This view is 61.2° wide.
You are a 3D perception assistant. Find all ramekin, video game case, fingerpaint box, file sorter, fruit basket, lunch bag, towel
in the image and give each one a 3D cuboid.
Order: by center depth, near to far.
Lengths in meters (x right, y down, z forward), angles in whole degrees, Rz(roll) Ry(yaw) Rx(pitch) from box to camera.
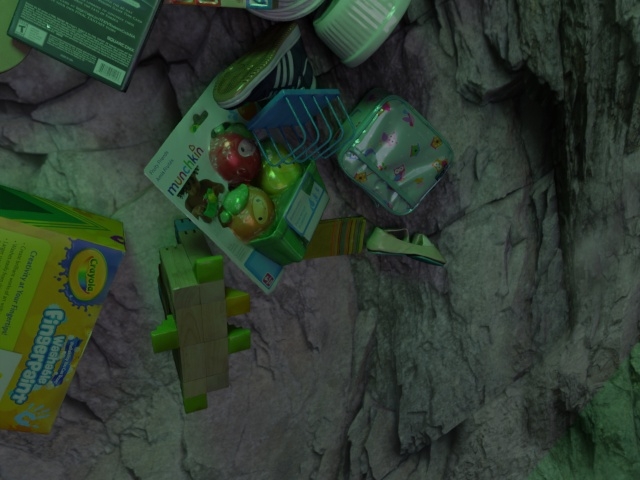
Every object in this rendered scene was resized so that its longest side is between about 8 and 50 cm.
[{"bbox_3d":[-0.346,-0.403,0.846,0.195,0.026,0.275,26,99,-7],"label":"video game case"},{"bbox_3d":[-0.634,0.126,1.038,0.370,0.163,0.445,19,106,-29],"label":"fingerpaint box"},{"bbox_3d":[-0.031,-0.216,1.048,0.118,0.105,0.170,-33,171,40],"label":"file sorter"},{"bbox_3d":[0.076,-0.454,1.051,0.109,0.207,0.207,30,100,-22],"label":"ramekin"},{"bbox_3d":[-0.134,-0.123,1.074,0.353,0.165,0.327,54,45,-34],"label":"fruit basket"},{"bbox_3d":[0.167,-0.194,1.268,0.279,0.108,0.224,35,97,-33],"label":"lunch bag"},{"bbox_3d":[0.000,0.000,1.341,0.237,0.021,0.102,-7,116,-21],"label":"towel"}]

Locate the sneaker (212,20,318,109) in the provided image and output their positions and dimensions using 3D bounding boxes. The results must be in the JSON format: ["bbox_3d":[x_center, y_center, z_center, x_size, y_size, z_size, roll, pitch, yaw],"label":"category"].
[{"bbox_3d":[-0.092,-0.295,1.046,0.282,0.099,0.153,-61,141,-38],"label":"sneaker"}]

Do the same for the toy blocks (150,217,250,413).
[{"bbox_3d":[-0.279,0.133,1.156,0.190,0.261,0.382,-10,125,-21],"label":"toy blocks"}]

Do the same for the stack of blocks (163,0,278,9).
[{"bbox_3d":[-0.218,-0.484,0.898,0.296,0.087,0.171,5,115,2],"label":"stack of blocks"}]

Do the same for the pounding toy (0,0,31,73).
[{"bbox_3d":[-0.557,-0.367,0.885,0.183,0.110,0.237,52,61,-26],"label":"pounding toy"}]

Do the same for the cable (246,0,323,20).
[{"bbox_3d":[-0.078,-0.546,1.002,0.257,0.089,0.257,30,101,-31],"label":"cable"}]

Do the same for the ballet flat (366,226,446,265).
[{"bbox_3d":[0.235,0.012,1.422,0.248,0.086,0.086,11,109,-27],"label":"ballet flat"}]

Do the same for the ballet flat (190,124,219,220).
[{"bbox_3d":[-0.238,-0.127,1.140,0.077,0.077,0.231,-15,120,-10],"label":"ballet flat"}]
